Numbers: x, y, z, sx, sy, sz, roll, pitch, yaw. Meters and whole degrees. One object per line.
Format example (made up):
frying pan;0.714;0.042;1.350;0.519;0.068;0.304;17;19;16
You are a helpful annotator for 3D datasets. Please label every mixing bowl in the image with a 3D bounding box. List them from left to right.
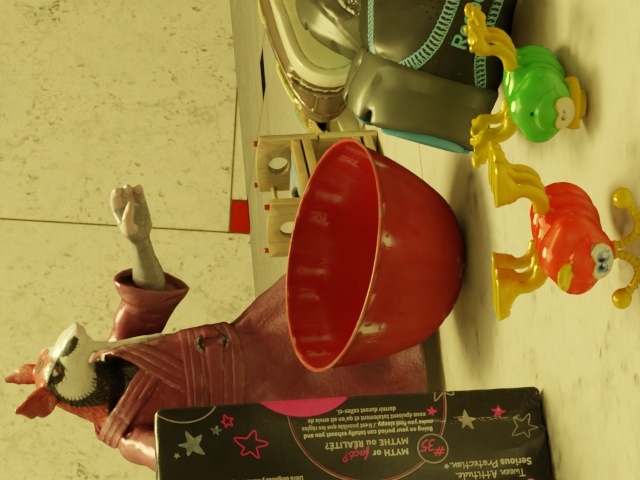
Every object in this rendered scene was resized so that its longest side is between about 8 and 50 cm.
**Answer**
mixing bowl;0.050;0.017;1.177;0.181;0.098;0.181;-171;90;-68

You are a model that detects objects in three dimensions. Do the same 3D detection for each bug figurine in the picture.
bug figurine;0.116;-0.110;0.770;0.216;0.072;0.279;-93;-2;-62

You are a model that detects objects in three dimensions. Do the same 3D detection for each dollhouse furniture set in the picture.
dollhouse furniture set;0.000;0.000;1.554;0.129;0.129;0.184;-102;11;-54

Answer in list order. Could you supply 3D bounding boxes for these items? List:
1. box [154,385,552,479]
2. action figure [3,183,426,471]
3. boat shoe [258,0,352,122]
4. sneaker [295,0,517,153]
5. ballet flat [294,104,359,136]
box;0.017;0.192;0.992;0.163;0.247;0.142;102;164;-67
action figure;-0.089;0.114;1.323;0.276;0.370;0.248;103;161;-61
boat shoe;-0.020;-0.280;1.676;0.097;0.116;0.324;102;158;-56
sneaker;0.072;-0.174;1.053;0.341;0.125;0.140;-115;43;-65
ballet flat;0.017;-0.132;1.698;0.067;0.073;0.206;-60;25;24
